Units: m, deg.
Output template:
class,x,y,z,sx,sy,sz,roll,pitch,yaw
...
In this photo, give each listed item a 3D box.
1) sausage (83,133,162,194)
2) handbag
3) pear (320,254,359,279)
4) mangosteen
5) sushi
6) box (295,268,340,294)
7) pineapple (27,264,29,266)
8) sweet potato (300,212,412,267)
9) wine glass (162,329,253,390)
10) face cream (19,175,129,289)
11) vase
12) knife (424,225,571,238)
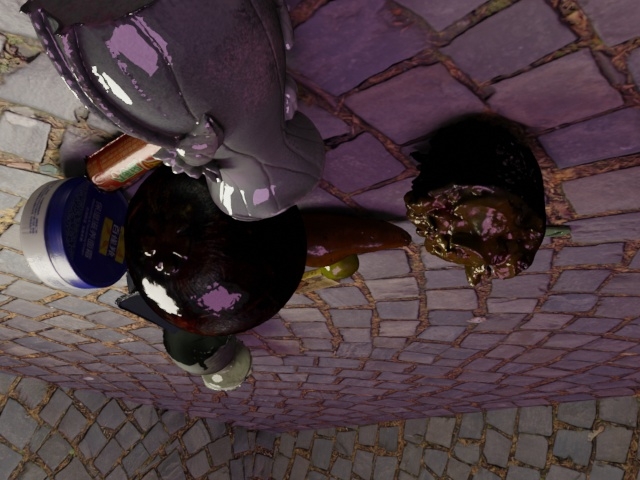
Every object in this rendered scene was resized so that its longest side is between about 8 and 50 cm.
class,x,y,z,sx,sy,sz,roll,pitch,yaw
sausage,-0.279,-0.151,1.065,0.264,0.083,0.083,-20,146,39
handbag,-0.292,0.132,1.617,0.325,0.118,0.269,-12,144,31
pear,0.039,0.045,1.426,0.097,0.092,0.092,13,153,-18
mangosteen,-0.168,0.004,1.125,0.330,0.330,0.330,3,155,1
sushi,0.240,-0.055,1.055,0.213,0.204,0.200,21,154,-23
box,-0.030,0.101,1.627,0.149,0.020,0.073,-18,148,38
pineapple,-0.616,0.041,1.515,0.137,0.069,0.116,-2,155,16
sweet potato,-0.005,-0.001,1.313,0.359,0.112,0.112,0,155,14
wine glass,-0.316,0.309,1.907,0.190,0.190,0.357,0,153,7
face cream,-0.442,-0.013,1.221,0.111,0.206,0.206,-2,155,22
vase,-0.131,-0.188,0.804,0.250,0.250,0.445,-4,157,14
knife,0.347,-0.016,1.338,0.293,0.020,0.043,-1,153,7
